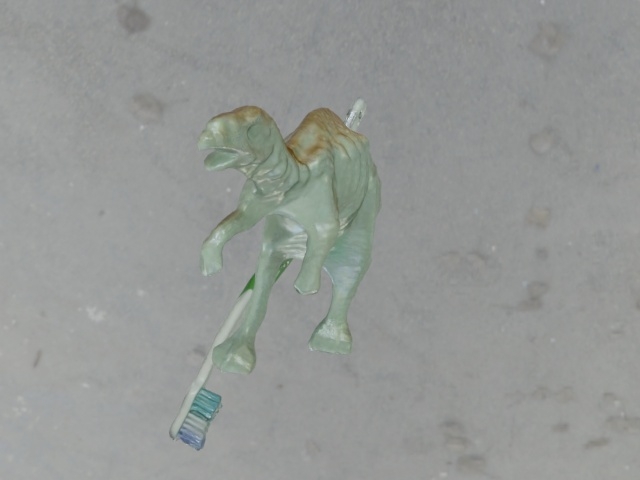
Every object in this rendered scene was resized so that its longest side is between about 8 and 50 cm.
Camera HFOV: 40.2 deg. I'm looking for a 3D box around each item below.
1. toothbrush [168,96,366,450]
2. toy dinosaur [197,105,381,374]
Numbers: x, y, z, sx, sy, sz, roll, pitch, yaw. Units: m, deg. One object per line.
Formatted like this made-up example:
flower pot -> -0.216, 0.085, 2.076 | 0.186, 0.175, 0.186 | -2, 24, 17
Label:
toothbrush -> -0.052, 0.025, 0.933 | 0.040, 0.418, 0.042 | 24, 170, 10
toy dinosaur -> 0.000, 0.000, 0.681 | 0.092, 0.393, 0.205 | 16, 101, 23
